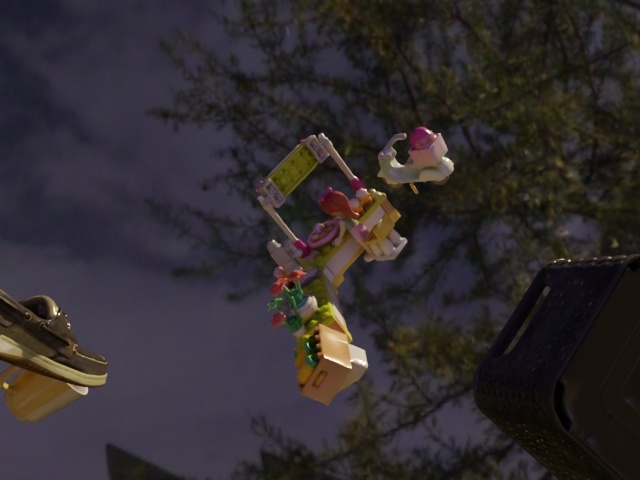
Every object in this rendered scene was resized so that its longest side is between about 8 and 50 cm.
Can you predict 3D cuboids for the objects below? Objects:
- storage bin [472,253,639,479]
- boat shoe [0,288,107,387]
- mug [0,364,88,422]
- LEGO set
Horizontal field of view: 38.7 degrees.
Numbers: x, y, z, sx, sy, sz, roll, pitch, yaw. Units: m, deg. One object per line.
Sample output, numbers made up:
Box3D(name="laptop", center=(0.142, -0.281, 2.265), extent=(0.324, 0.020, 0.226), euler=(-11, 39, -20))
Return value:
Box3D(name="storage bin", center=(0.203, 0.104, 0.577), extent=(0.180, 0.122, 0.084), euler=(42, -18, -17))
Box3D(name="boat shoe", center=(-0.189, 0.061, 0.605), extent=(0.056, 0.049, 0.152), euler=(15, -13, 29))
Box3D(name="mug", center=(-0.276, 0.139, 0.886), extent=(0.064, 0.062, 0.078), euler=(-38, -66, 0))
Box3D(name="LEGO set", center=(0.000, 0.000, 0.742), extent=(0.132, 0.287, 0.107), euler=(-17, -60, 40))
